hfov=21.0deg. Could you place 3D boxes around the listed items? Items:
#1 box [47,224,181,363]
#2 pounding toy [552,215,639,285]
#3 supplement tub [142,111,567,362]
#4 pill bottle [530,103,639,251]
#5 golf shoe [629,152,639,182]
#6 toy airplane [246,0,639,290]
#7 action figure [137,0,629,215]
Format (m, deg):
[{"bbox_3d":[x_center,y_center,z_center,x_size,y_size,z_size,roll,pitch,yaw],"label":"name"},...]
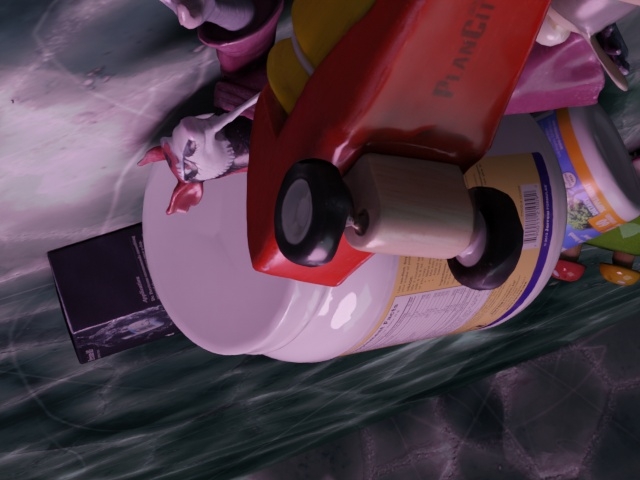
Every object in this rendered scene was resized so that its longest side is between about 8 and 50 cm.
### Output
[{"bbox_3d":[-0.194,0.051,1.808,0.158,0.093,0.156,-17,166,-9],"label":"box"},{"bbox_3d":[0.367,0.008,2.247,0.183,0.110,0.237,14,180,21],"label":"pounding toy"},{"bbox_3d":[0.033,-0.020,1.543,0.331,0.241,0.241,-7,161,-43],"label":"supplement tub"},{"bbox_3d":[0.202,-0.040,1.898,0.272,0.152,0.152,-27,165,22],"label":"pill bottle"},{"bbox_3d":[0.492,-0.053,2.156,0.115,0.140,0.306,-4,-177,-35],"label":"golf shoe"},{"bbox_3d":[0.063,-0.192,0.985,0.384,0.272,0.386,-30,130,-3],"label":"toy airplane"},{"bbox_3d":[0.025,-0.139,1.297,0.370,0.248,0.276,-24,-167,13],"label":"action figure"}]
